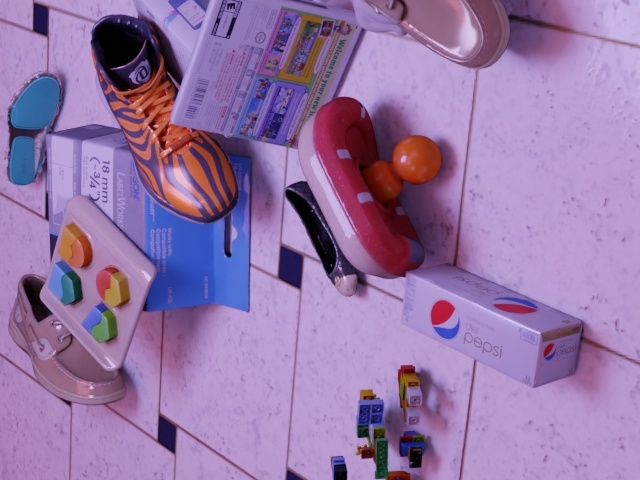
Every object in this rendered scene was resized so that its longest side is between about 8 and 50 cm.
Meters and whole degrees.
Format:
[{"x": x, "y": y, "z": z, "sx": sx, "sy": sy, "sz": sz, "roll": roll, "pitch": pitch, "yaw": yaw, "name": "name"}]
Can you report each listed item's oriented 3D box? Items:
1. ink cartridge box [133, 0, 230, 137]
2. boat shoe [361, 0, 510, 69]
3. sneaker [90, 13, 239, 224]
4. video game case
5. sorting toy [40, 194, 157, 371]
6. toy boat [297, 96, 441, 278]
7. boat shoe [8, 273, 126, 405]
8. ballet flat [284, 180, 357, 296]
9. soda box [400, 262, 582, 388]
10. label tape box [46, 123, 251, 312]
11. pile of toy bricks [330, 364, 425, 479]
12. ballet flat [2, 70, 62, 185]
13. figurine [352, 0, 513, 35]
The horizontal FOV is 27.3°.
[{"x": -0.160, "y": -0.266, "z": 1.792, "sx": 0.212, "sy": 0.093, "sz": 0.154, "roll": 50, "pitch": 164, "yaw": 33, "name": "ink cartridge box"}, {"x": 0.075, "y": -0.291, "z": 1.425, "sx": 0.302, "sy": 0.098, "sz": 0.109, "roll": 48, "pitch": 128, "yaw": 17, "name": "boat shoe"}, {"x": -0.228, "y": -0.171, "z": 1.781, "sx": 0.321, "sy": 0.125, "sz": 0.180, "roll": 51, "pitch": 169, "yaw": 19, "name": "sneaker"}, {"x": -0.070, "y": -0.217, "z": 1.672, "sx": 0.023, "sy": 0.193, "sz": 0.212, "roll": -103, "pitch": 30, "yaw": -48, "name": "video game case"}, {"x": -0.339, "y": 0.066, "z": 1.956, "sx": 0.193, "sy": 0.038, "sz": 0.208, "roll": 43, "pitch": 127, "yaw": 23, "name": "sorting toy"}, {"x": 0.077, "y": -0.076, "z": 1.587, "sx": 0.151, "sy": 0.151, "sz": 0.231, "roll": -31, "pitch": 72, "yaw": 17, "name": "toy boat"}, {"x": -0.441, "y": 0.168, "z": 2.252, "sx": 0.341, "sy": 0.122, "sz": 0.110, "roll": 33, "pitch": 123, "yaw": 43, "name": "boat shoe"}, {"x": 0.000, "y": 0.000, "z": 1.740, "sx": 0.057, "sy": 0.049, "sz": 0.173, "roll": -45, "pitch": 64, "yaw": 46, "name": "ballet flat"}, {"x": 0.192, "y": 0.094, "z": 1.513, "sx": 0.216, "sy": 0.074, "sz": 0.069, "roll": 25, "pitch": 117, "yaw": 45, "name": "soda box"}, {"x": -0.262, "y": -0.029, "z": 1.960, "sx": 0.334, "sy": 0.106, "sz": 0.240, "roll": 14, "pitch": 110, "yaw": 38, "name": "label tape box"}, {"x": 0.070, "y": 0.250, "z": 1.689, "sx": 0.105, "sy": 0.118, "sz": 0.212, "roll": -104, "pitch": 14, "yaw": -60, "name": "pile of toy bricks"}, {"x": -0.507, "y": -0.205, "z": 2.281, "sx": 0.241, "sy": 0.091, "sz": 0.077, "roll": -65, "pitch": 29, "yaw": 31, "name": "ballet flat"}, {"x": 0.143, "y": -0.319, "z": 1.474, "sx": 0.209, "sy": 0.092, "sz": 0.214, "roll": 27, "pitch": 120, "yaw": 39, "name": "figurine"}]
